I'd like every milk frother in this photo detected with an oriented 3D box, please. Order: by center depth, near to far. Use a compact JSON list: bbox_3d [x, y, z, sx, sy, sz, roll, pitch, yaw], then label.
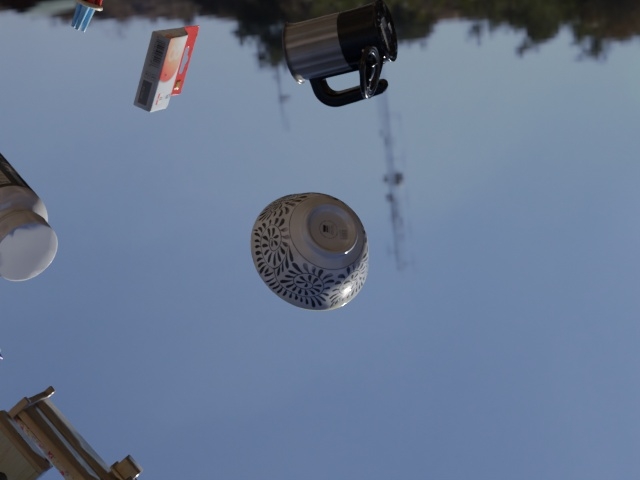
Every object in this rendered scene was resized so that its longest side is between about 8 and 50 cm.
[{"bbox_3d":[0.021,-0.237,1.705,0.135,0.129,0.143,-12,-178,21],"label":"milk frother"}]

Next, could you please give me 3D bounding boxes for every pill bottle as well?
[{"bbox_3d":[-0.389,-0.032,1.574,0.108,0.108,0.180,-16,-139,-32],"label":"pill bottle"}]

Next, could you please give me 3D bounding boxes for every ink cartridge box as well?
[{"bbox_3d":[-0.268,-0.317,2.424,0.045,0.145,0.179,25,-159,18],"label":"ink cartridge box"}]

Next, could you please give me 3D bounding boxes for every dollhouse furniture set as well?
[{"bbox_3d":[-0.452,0.309,1.907,0.174,0.303,0.355,-42,176,4],"label":"dollhouse furniture set"}]

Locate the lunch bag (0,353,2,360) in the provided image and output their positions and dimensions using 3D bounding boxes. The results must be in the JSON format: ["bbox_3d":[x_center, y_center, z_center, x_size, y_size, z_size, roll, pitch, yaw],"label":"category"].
[{"bbox_3d":[-0.592,0.077,2.016,0.138,0.221,0.293,-24,162,11],"label":"lunch bag"}]

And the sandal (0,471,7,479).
[{"bbox_3d":[-0.418,0.335,1.587,0.097,0.054,0.254,-6,-170,-17],"label":"sandal"}]

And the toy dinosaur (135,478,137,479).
[{"bbox_3d":[-0.334,0.466,2.412,0.047,0.082,0.090,-18,174,2],"label":"toy dinosaur"}]

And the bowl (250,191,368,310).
[{"bbox_3d":[0.000,0.000,1.727,0.170,0.170,0.080,-15,163,-27],"label":"bowl"}]

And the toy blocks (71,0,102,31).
[{"bbox_3d":[-0.405,-0.427,2.152,0.123,0.148,0.054,20,-170,-14],"label":"toy blocks"}]
